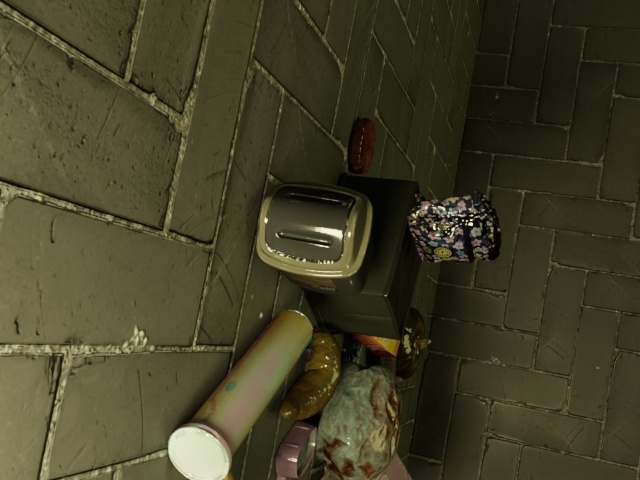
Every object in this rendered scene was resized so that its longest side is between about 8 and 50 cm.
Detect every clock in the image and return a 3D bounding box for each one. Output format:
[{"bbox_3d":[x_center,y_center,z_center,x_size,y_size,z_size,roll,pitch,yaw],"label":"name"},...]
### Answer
[{"bbox_3d":[-0.055,0.505,1.757,0.152,0.050,0.109,-46,141,-61],"label":"clock"}]

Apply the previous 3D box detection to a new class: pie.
[{"bbox_3d":[0.110,-0.245,1.931,0.154,0.036,0.154,9,90,-72],"label":"pie"}]

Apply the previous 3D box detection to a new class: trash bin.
[{"bbox_3d":[0.000,0.000,1.447,0.290,0.210,0.182,64,37,-69],"label":"trash bin"}]

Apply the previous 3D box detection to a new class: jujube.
[{"bbox_3d":[0.099,0.462,1.891,0.246,0.216,0.307,108,-4,-56],"label":"jujube"}]

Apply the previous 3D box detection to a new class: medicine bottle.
[{"bbox_3d":[-0.126,0.262,1.349,0.426,0.108,0.108,-49,143,-62],"label":"medicine bottle"}]

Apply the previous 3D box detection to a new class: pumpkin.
[{"bbox_3d":[0.272,0.333,2.457,0.260,0.190,0.260,8,90,-74],"label":"pumpkin"}]

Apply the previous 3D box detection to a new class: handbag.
[{"bbox_3d":[0.319,-0.021,1.739,0.228,0.208,0.126,66,31,-52],"label":"handbag"}]

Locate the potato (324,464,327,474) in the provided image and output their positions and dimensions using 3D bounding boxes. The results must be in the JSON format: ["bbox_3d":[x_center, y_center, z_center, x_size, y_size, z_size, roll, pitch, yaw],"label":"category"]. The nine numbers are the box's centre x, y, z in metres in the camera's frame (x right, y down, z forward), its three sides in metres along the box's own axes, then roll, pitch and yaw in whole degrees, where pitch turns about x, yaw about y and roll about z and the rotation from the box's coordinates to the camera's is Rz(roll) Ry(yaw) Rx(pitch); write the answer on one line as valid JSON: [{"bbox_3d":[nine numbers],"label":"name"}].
[{"bbox_3d":[0.082,0.618,2.163,0.138,0.098,0.243,65,36,-57],"label":"potato"}]

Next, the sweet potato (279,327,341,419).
[{"bbox_3d":[-0.015,0.326,1.728,0.124,0.098,0.310,62,36,-26],"label":"sweet potato"}]

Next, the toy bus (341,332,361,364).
[{"bbox_3d":[0.097,0.283,2.128,0.065,0.047,0.165,43,58,-72],"label":"toy bus"}]

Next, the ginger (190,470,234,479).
[{"bbox_3d":[-0.170,0.458,1.293,0.115,0.123,0.193,-11,104,-50],"label":"ginger"}]

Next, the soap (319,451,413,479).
[{"bbox_3d":[0.121,0.718,2.064,0.285,0.107,0.296,-47,125,-25],"label":"soap"}]

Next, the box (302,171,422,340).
[{"bbox_3d":[0.122,0.042,1.830,0.251,0.205,0.345,69,34,-55],"label":"box"}]

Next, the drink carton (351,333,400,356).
[{"bbox_3d":[0.141,0.236,2.066,0.223,0.071,0.096,43,55,-41],"label":"drink carton"}]
